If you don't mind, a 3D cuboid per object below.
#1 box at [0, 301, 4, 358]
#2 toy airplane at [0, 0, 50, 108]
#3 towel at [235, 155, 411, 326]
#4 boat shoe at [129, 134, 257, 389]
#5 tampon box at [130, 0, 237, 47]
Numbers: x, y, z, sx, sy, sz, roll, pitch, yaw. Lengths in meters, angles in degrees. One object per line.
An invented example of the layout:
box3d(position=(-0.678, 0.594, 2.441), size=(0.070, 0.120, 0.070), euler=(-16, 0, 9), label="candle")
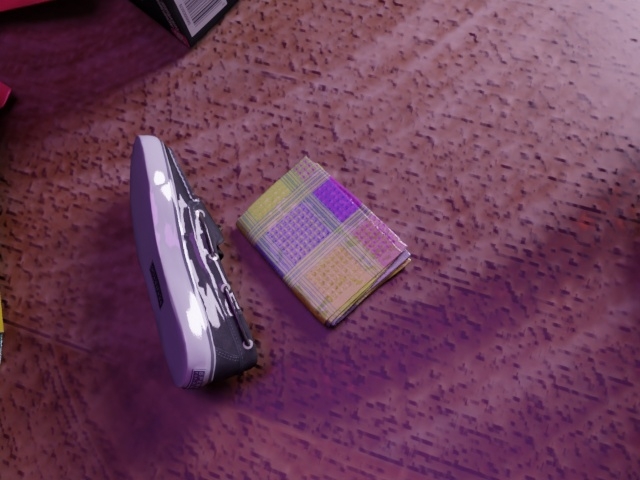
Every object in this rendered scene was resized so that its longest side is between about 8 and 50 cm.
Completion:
box3d(position=(-0.235, -0.005, 0.384), size=(0.105, 0.043, 0.179), euler=(-11, 84, 5), label="box")
box3d(position=(-0.214, -0.140, 0.447), size=(0.151, 0.028, 0.151), euler=(-5, 70, 13), label="toy airplane")
box3d(position=(0.000, 0.000, 0.376), size=(0.060, 0.009, 0.083), euler=(-43, 70, -6), label="towel")
box3d(position=(-0.069, 0.008, 0.369), size=(0.040, 0.049, 0.142), euler=(-5, 64, -29), label="boat shoe")
box3d(position=(-0.112, -0.219, 0.410), size=(0.161, 0.120, 0.101), euler=(39, 80, 19), label="tampon box")
